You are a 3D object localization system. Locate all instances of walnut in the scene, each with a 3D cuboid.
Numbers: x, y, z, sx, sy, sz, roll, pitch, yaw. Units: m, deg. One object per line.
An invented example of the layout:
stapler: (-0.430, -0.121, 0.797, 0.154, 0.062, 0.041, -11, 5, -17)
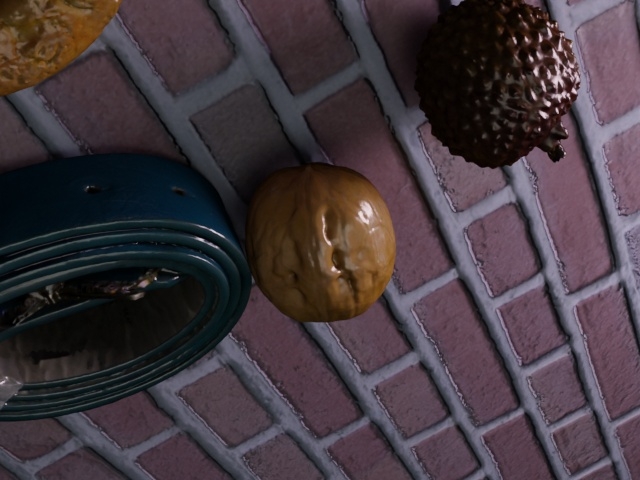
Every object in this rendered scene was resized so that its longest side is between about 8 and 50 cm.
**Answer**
walnut: (0.000, 0.000, 1.121, 0.195, 0.195, 0.222, -17, 123, -8)

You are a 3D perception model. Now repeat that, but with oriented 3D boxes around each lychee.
lychee: (0.222, -0.187, 1.056, 0.238, 0.200, 0.200, 42, 105, -16)

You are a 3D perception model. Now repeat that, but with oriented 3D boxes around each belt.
belt: (-0.307, 0.064, 1.057, 0.436, 0.173, 0.300, -14, 133, -10)

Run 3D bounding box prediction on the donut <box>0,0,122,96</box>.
donut: (-0.337, -0.270, 0.803, 0.299, 0.150, 0.317, 34, 109, -34)
